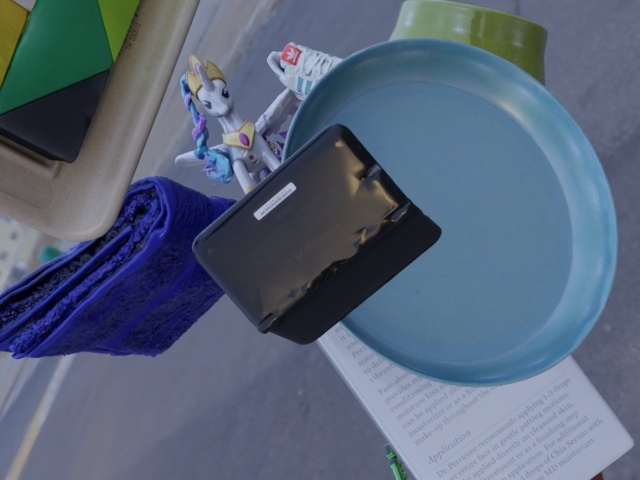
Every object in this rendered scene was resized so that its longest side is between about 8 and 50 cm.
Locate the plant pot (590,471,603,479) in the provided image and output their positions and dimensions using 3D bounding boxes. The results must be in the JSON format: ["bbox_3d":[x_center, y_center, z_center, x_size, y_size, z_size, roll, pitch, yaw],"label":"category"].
[{"bbox_3d":[0.296,0.465,1.582,0.267,0.235,0.267,-19,11,40],"label":"plant pot"}]

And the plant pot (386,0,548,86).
[{"bbox_3d":[0.208,-0.190,1.663,0.366,0.367,0.353,-139,60,-76],"label":"plant pot"}]

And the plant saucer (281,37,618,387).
[{"bbox_3d":[0.112,-0.026,0.907,0.317,0.318,0.044,-70,11,-24],"label":"plant saucer"}]

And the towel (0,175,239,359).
[{"bbox_3d":[-0.169,0.042,1.039,0.228,0.076,0.308,-38,-12,11],"label":"towel"}]

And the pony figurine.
[{"bbox_3d":[-0.125,-0.169,1.987,0.303,0.363,0.351,-33,-7,1],"label":"pony figurine"}]

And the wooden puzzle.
[{"bbox_3d":[-0.152,-0.137,0.466,0.044,0.239,0.221,9,76,45],"label":"wooden puzzle"}]

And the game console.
[{"bbox_3d":[0.000,0.000,0.654,0.122,0.107,0.071,-40,6,8],"label":"game console"}]

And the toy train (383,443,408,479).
[{"bbox_3d":[0.129,0.383,1.772,0.017,0.024,0.083,-37,57,28],"label":"toy train"}]

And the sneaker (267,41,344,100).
[{"bbox_3d":[-0.011,-0.205,1.271,0.161,0.075,0.057,19,77,58],"label":"sneaker"}]

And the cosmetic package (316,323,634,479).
[{"bbox_3d":[0.133,0.123,1.255,0.230,0.453,0.161,-35,-7,-5],"label":"cosmetic package"}]
